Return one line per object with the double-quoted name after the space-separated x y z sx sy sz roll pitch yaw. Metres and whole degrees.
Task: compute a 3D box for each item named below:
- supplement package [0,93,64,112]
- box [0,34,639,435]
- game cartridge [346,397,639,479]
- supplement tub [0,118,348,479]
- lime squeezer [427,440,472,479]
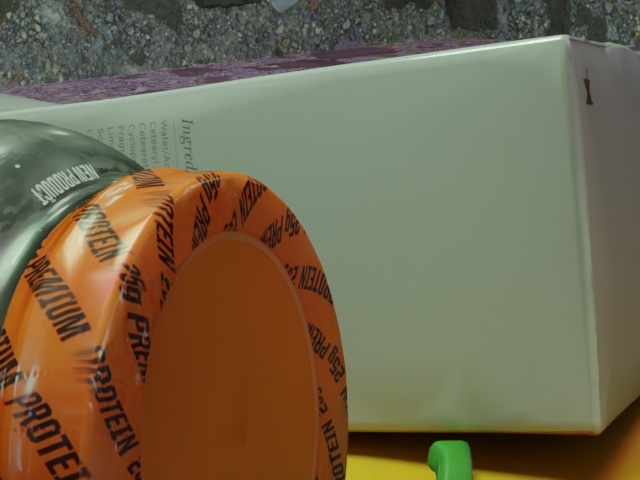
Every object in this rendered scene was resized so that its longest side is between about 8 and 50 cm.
-0.294 -0.013 0.894 0.178 0.175 0.293 -14 16 -32 "supplement package"
0.000 0.000 0.654 0.345 0.168 0.215 -4 3 27 "box"
0.139 0.131 0.473 0.324 0.052 0.285 -4 13 -10 "game cartridge"
-0.175 0.066 0.434 0.338 0.207 0.207 -2 13 24 "supplement tub"
0.078 0.118 0.354 0.110 0.058 0.310 24 -2 -28 "lime squeezer"
